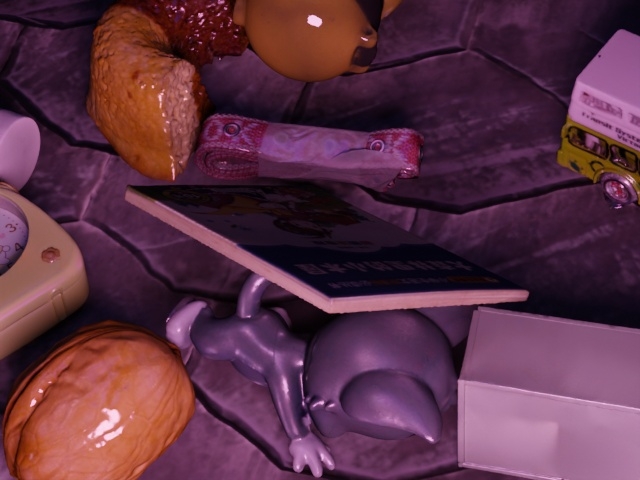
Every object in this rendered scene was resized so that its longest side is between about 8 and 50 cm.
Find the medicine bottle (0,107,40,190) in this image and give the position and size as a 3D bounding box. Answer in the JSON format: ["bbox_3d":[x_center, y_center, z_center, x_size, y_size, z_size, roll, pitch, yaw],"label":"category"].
[{"bbox_3d":[-0.385,-0.111,1.753,0.183,0.086,0.086,19,53,20],"label":"medicine bottle"}]

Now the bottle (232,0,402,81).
[{"bbox_3d":[0.026,-0.317,1.846,0.171,0.172,0.351,13,51,15],"label":"bottle"}]

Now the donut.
[{"bbox_3d":[-0.167,-0.212,1.810,0.151,0.112,0.295,15,50,14],"label":"donut"}]

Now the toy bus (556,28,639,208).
[{"bbox_3d":[0.376,-0.077,1.632,0.301,0.139,0.113,28,58,23],"label":"toy bus"}]

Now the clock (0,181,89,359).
[{"bbox_3d":[-0.344,0.015,1.653,0.170,0.069,0.232,-33,53,-22],"label":"clock"}]

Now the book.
[{"bbox_3d":[0.000,0.000,1.536,0.228,0.018,0.322,-2,19,-39],"label":"book"}]

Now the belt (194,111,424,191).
[{"bbox_3d":[-0.011,-0.086,1.721,0.232,0.071,0.053,4,56,12],"label":"belt"}]

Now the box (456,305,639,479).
[{"bbox_3d":[0.233,0.141,1.458,0.225,0.129,0.086,8,50,11],"label":"box"}]

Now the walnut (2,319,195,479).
[{"bbox_3d":[-0.194,0.149,1.478,0.180,0.144,0.144,-34,53,-3],"label":"walnut"}]

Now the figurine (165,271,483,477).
[{"bbox_3d":[0.006,0.091,1.521,0.265,0.140,0.193,30,39,10],"label":"figurine"}]
